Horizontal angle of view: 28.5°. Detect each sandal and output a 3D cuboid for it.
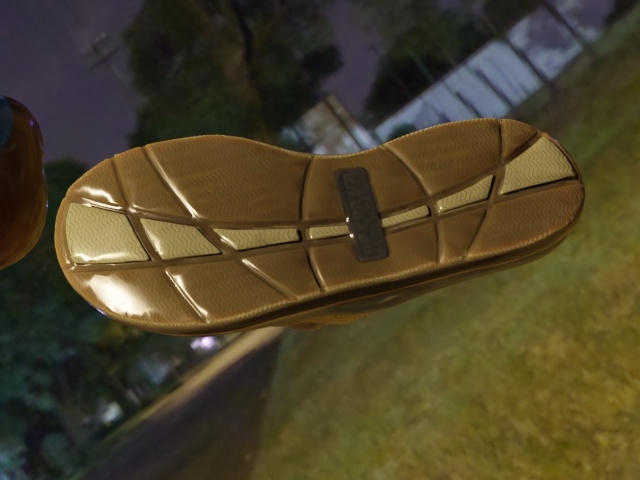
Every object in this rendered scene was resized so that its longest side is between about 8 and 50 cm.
[{"bbox_3d":[0.000,0.000,0.435,0.180,0.072,0.049,-8,-28,-2],"label":"sandal"}]

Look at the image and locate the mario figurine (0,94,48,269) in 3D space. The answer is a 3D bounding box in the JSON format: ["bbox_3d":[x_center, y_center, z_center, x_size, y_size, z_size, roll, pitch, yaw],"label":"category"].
[{"bbox_3d":[-0.257,-0.040,0.444,0.198,0.170,0.320,-39,-36,16],"label":"mario figurine"}]
